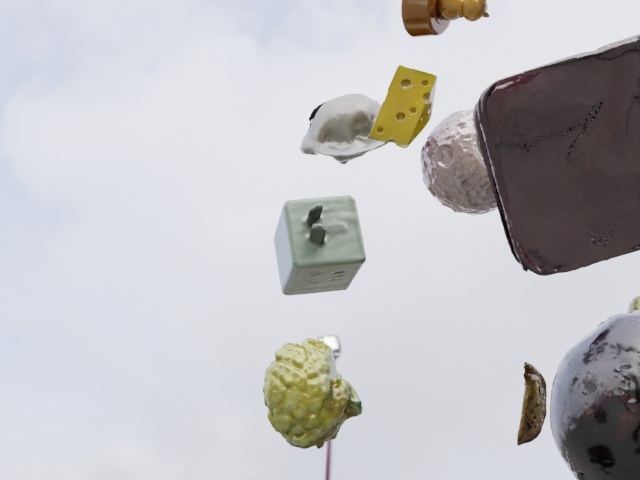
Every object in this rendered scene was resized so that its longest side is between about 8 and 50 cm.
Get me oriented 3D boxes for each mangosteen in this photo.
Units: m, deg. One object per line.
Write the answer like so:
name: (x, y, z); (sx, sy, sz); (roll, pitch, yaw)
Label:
mangosteen: (0.638, 0.300, 1.332); (0.421, 0.381, 0.381); (-38, -52, 27)

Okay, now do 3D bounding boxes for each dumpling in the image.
dumpling: (0.086, -0.285, 1.757); (0.293, 0.163, 0.204); (-21, 2, -14)

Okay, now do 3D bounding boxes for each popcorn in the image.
popcorn: (-0.017, 0.240, 1.120); (0.142, 0.173, 0.173); (-39, -51, 16)

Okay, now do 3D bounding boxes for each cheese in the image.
cheese: (0.175, -0.268, 1.551); (0.093, 0.171, 0.126); (21, -35, 16)

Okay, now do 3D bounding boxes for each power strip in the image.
power strip: (0.000, 0.000, 1.334); (0.140, 0.139, 0.224); (-4, -22, -13)

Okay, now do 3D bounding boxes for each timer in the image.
timer: (0.251, -0.451, 1.381); (0.152, 0.132, 0.132); (16, -28, 32)

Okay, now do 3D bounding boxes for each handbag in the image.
handbag: (0.274, -0.083, 0.714); (0.216, 0.203, 0.074); (-18, 3, 4)

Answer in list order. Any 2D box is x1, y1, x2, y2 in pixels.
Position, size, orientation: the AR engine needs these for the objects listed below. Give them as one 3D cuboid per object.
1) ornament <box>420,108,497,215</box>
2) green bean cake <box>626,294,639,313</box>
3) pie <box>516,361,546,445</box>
ornament: (0.369, -0.185, 1.749); (0.260, 0.259, 0.225); (17, -23, -18)
green bean cake: (0.803, 0.193, 1.537); (0.236, 0.124, 0.233); (40, -45, -15)
pie: (0.483, 0.364, 1.619); (0.088, 0.191, 0.033); (-1, 6, -38)
